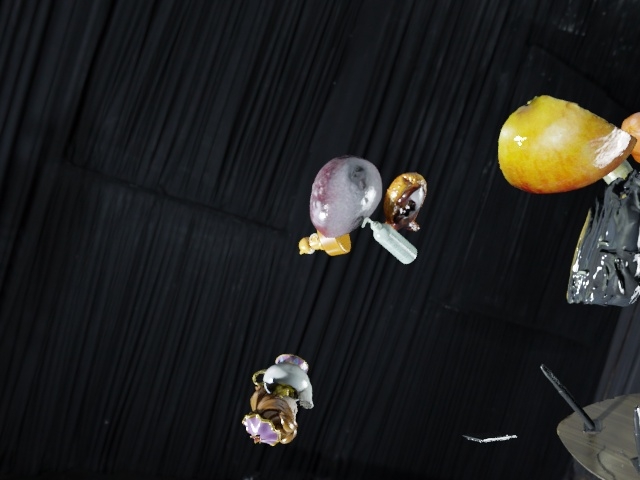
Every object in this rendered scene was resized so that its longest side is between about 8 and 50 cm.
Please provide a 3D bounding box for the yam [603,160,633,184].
[{"bbox_3d":[1.171,-0.292,2.081,0.107,0.107,0.194,16,-135,-62],"label":"yam"}]

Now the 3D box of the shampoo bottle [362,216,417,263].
[{"bbox_3d":[0.184,-0.008,1.394,0.195,0.056,0.056,39,169,-34],"label":"shampoo bottle"}]

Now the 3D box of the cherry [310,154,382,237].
[{"bbox_3d":[0.069,-0.126,1.400,0.183,0.266,0.213,23,165,8],"label":"cherry"}]

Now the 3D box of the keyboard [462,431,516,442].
[{"bbox_3d":[0.508,0.587,1.558,0.196,0.015,0.074,14,162,-40],"label":"keyboard"}]

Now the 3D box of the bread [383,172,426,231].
[{"bbox_3d":[0.268,-0.113,1.692,0.139,0.095,0.269,-13,144,-11],"label":"bread"}]

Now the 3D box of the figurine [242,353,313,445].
[{"bbox_3d":[-0.116,0.453,1.464,0.189,0.142,0.264,10,-139,9],"label":"figurine"}]

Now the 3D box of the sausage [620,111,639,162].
[{"bbox_3d":[1.013,-0.315,1.599,0.258,0.133,0.133,19,180,-41],"label":"sausage"}]

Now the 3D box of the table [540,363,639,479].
[{"bbox_3d":[0.738,0.388,1.277,0.249,0.317,0.317,61,163,-20],"label":"table"}]

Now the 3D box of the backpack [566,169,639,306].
[{"bbox_3d":[0.552,-0.004,0.978,0.133,0.259,0.206,9,-164,22],"label":"backpack"}]

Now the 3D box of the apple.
[{"bbox_3d":[0.555,-0.205,1.162,0.345,0.179,0.254,10,163,-37],"label":"apple"}]

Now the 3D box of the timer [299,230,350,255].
[{"bbox_3d":[0.000,0.000,1.635,0.152,0.132,0.132,-21,165,21],"label":"timer"}]
